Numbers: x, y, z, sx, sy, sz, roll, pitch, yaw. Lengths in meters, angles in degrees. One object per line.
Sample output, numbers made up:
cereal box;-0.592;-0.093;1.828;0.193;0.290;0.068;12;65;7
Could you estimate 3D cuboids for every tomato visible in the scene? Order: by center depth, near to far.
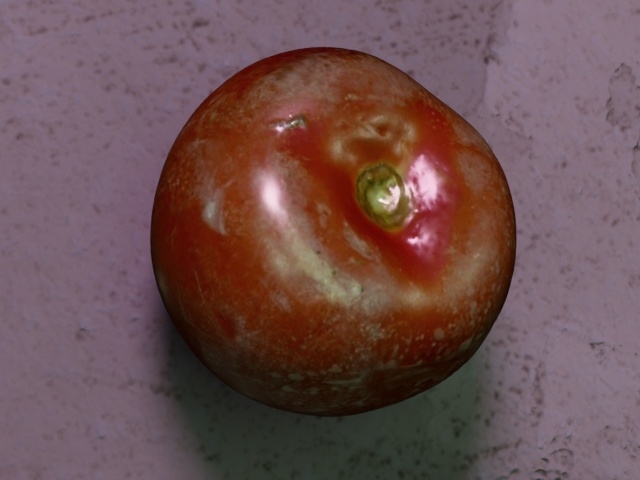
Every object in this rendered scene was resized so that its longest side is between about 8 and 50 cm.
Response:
tomato;0.000;0.000;1.133;0.270;0.222;0.270;13;61;-25
